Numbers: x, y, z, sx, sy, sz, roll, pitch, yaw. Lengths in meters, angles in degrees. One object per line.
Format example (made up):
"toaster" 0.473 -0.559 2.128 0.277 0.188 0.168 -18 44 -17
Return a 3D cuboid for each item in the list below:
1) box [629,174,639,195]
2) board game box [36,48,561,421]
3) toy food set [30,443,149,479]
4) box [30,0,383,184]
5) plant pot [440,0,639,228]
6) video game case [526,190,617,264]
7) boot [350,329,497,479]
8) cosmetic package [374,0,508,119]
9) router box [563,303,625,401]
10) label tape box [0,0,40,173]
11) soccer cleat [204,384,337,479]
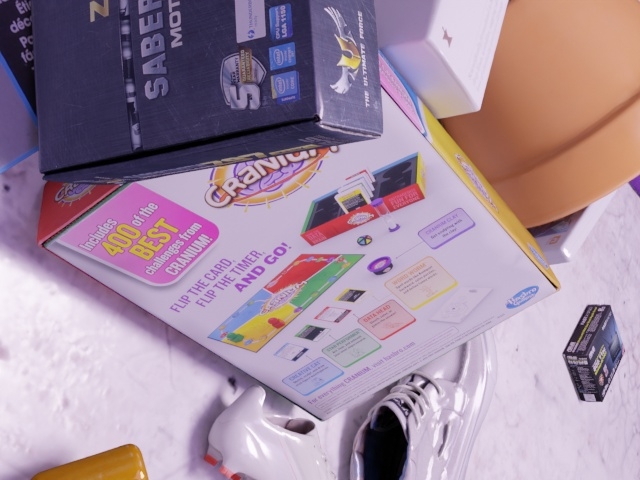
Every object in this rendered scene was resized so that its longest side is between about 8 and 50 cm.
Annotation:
"box" 0.572 -0.194 1.412 0.293 0.057 0.200 32 63 -43
"board game box" 0.000 0.000 0.597 0.316 0.242 0.064 42 24 -40
"toy food set" -0.140 0.262 0.521 0.105 0.111 0.232 -14 111 -18
"box" -0.068 -0.152 0.402 0.059 0.184 0.232 1 85 -55
"plant pot" 0.243 -0.178 0.881 0.203 0.291 0.291 51 50 -14
"video game case" 0.253 -0.040 0.911 0.023 0.183 0.201 48 63 -14
"boot" 0.102 0.169 0.806 0.123 0.095 0.258 34 63 -50
"cosmetic package" 0.019 -0.147 0.631 0.085 0.231 0.117 42 57 -40
"router box" 0.411 0.167 1.211 0.122 0.038 0.092 -47 121 -40
"label tape box" -0.272 -0.172 0.386 0.249 0.115 0.347 -46 122 -42
"soccer cleat" -0.014 0.196 0.688 0.196 0.068 0.076 45 72 -34
